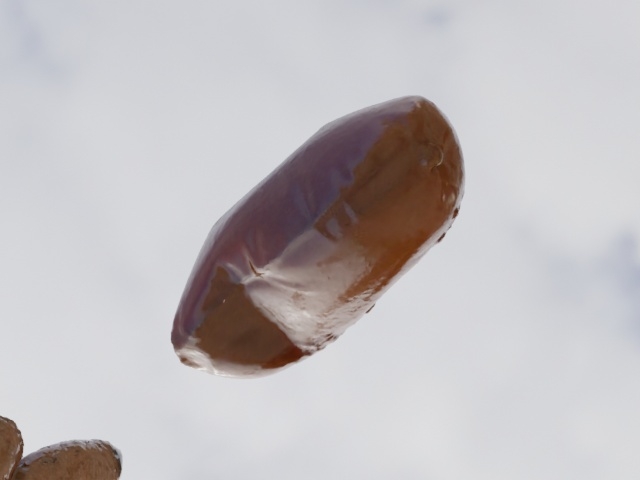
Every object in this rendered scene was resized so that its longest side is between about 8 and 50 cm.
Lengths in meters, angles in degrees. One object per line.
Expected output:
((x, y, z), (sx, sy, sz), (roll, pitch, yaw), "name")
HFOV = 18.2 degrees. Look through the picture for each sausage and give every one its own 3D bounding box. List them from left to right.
((0.000, 0.000, 0.991), (0.089, 0.179, 0.089), (44, -162, -18), "sausage")

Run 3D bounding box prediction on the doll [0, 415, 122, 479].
((-0.271, 0.224, 1.436), (0.303, 0.156, 0.201), (-18, -74, -54), "doll")
